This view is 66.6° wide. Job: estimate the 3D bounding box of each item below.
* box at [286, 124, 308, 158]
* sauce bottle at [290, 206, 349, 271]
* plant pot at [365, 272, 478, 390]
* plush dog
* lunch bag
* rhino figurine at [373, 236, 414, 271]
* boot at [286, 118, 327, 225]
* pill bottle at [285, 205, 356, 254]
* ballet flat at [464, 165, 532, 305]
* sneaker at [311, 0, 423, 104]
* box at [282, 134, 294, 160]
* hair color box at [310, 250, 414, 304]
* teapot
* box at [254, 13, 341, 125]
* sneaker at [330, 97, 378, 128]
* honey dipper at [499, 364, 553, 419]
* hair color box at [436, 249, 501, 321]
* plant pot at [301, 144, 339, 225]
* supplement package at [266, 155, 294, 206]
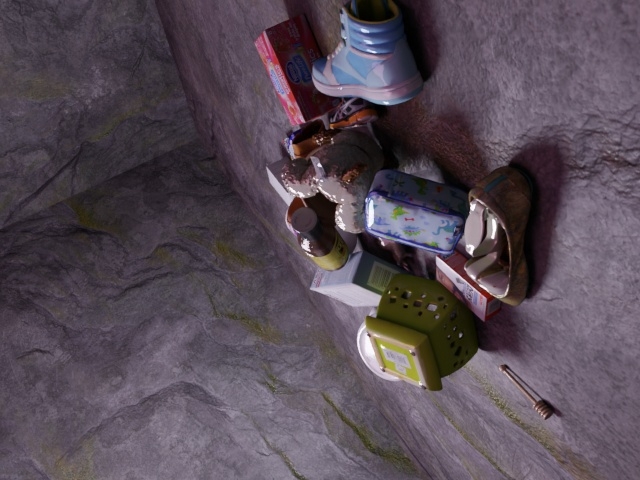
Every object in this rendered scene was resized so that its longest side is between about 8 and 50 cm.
[{"bbox_3d":[-0.045,-0.303,1.660,0.137,0.072,0.126,60,166,0],"label":"box"},{"bbox_3d":[0.000,0.000,1.352,0.111,0.111,0.344,55,-178,20],"label":"sauce bottle"},{"bbox_3d":[0.260,0.250,1.302,0.228,0.207,0.227,13,134,45],"label":"plant pot"},{"bbox_3d":[0.069,-0.184,1.188,0.262,0.225,0.210,33,140,-9],"label":"plush dog"},{"bbox_3d":[0.208,-0.055,1.068,0.219,0.090,0.176,18,151,9],"label":"lunch bag"},{"bbox_3d":[0.196,-0.009,1.415,0.243,0.073,0.106,58,168,4],"label":"rhino figurine"},{"bbox_3d":[-0.037,-0.200,1.450,0.109,0.283,0.220,25,154,32],"label":"boot"},{"bbox_3d":[0.004,-0.043,1.793,0.301,0.169,0.169,42,156,52],"label":"pill bottle"},{"bbox_3d":[0.331,0.019,0.936,0.123,0.123,0.348,45,159,45],"label":"ballet flat"},{"bbox_3d":[0.070,-0.406,0.996,0.319,0.127,0.208,28,147,47],"label":"sneaker"},{"bbox_3d":[-0.095,-0.332,1.857,0.137,0.027,0.094,63,166,-12],"label":"box"},{"bbox_3d":[0.122,0.135,1.600,0.185,0.113,0.374,24,164,-16],"label":"hair color box"},{"bbox_3d":[0.263,0.336,1.637,0.253,0.187,0.255,17,117,35],"label":"teapot"},{"bbox_3d":[-0.063,-0.457,1.331,0.256,0.123,0.128,65,165,-16],"label":"box"},{"bbox_3d":[0.080,-0.326,1.214,0.215,0.084,0.083,-169,67,-68],"label":"sneaker"},{"bbox_3d":[0.500,0.369,1.200,0.160,0.030,0.030,50,162,45],"label":"honey dipper"},{"bbox_3d":[0.348,0.101,1.153,0.167,0.053,0.093,48,162,42],"label":"hair color box"},{"bbox_3d":[0.064,-0.167,1.381,0.237,0.237,0.110,63,-155,-11],"label":"plant pot"},{"bbox_3d":[-0.129,-0.238,1.994,0.179,0.105,0.105,52,163,32],"label":"supplement package"}]
